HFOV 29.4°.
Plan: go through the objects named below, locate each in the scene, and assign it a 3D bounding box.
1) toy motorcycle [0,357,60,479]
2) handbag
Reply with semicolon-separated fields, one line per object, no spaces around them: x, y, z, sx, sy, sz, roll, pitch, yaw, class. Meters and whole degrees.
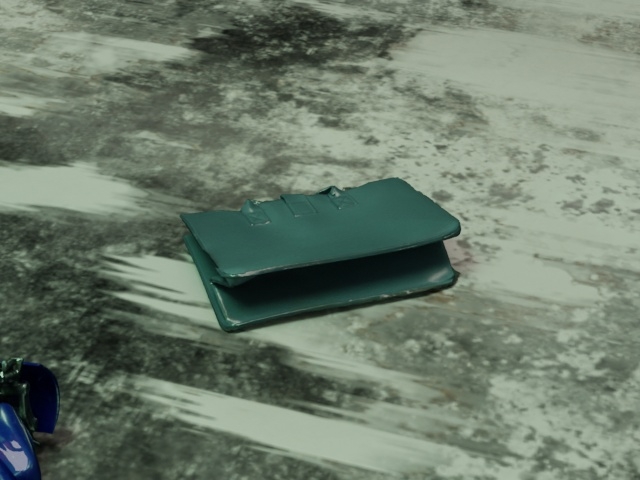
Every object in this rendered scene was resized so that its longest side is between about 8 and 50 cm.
-0.229;0.156;0.785;0.169;0.113;0.315;-17;32;-22;toy motorcycle
0.000;0.000;1.067;0.221;0.057;0.144;-11;33;-17;handbag
